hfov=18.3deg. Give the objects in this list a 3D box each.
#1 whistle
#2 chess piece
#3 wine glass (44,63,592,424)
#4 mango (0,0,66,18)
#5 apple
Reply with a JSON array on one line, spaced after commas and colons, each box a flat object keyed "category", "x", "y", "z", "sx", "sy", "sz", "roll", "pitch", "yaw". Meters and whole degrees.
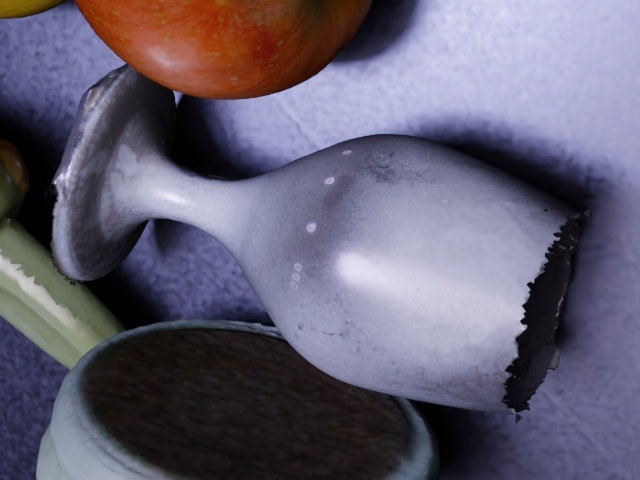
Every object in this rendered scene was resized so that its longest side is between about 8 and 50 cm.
[{"category": "whistle", "x": -0.210, "y": -0.042, "z": 1.034, "sx": 0.294, "sy": 0.141, "sz": 0.141, "roll": 28, "pitch": 110, "yaw": -8}, {"category": "chess piece", "x": -0.059, "y": 0.210, "z": 0.991, "sx": 0.194, "sy": 0.194, "sz": 0.299, "roll": 19, "pitch": 115, "yaw": 15}, {"category": "wine glass", "x": 0.000, "y": 0.000, "z": 0.950, "sx": 0.241, "sy": 0.126, "sz": 0.126, "roll": 20, "pitch": 106, "yaw": 18}, {"category": "mango", "x": -0.188, "y": -0.184, "z": 0.996, "sx": 0.195, "sy": 0.098, "sz": 0.137, "roll": 12, "pitch": 108, "yaw": 22}, {"category": "apple", "x": -0.046, "y": -0.150, "z": 0.921, "sx": 0.139, "sy": 0.163, "sz": 0.163, "roll": 21, "pitch": 107, "yaw": 24}]
